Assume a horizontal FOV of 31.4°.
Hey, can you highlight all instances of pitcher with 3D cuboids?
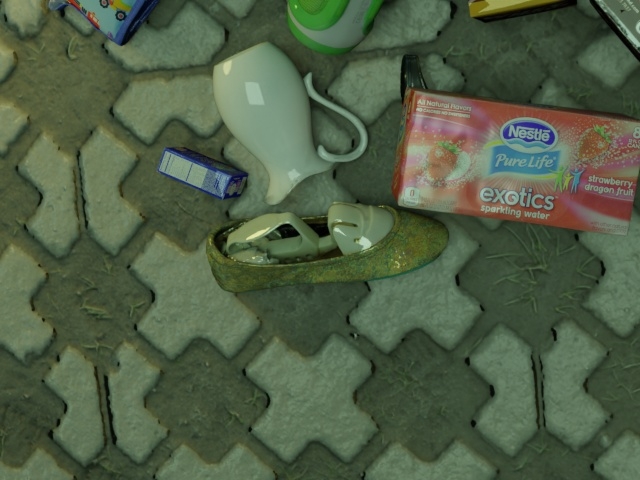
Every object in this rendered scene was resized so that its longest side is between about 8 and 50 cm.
[{"bbox_3d":[-0.044,-0.179,1.594,0.177,0.125,0.207,-27,103,-5],"label":"pitcher"}]

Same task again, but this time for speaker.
[{"bbox_3d":[0.051,-0.374,1.459,0.131,0.131,0.296,38,141,5],"label":"speaker"}]

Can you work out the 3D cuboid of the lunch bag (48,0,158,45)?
[{"bbox_3d":[-0.302,-0.436,1.612,0.221,0.138,0.293,42,114,2],"label":"lunch bag"}]

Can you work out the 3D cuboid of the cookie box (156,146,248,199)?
[{"bbox_3d":[-0.169,-0.098,1.639,0.107,0.092,0.040,23,100,9],"label":"cookie box"}]

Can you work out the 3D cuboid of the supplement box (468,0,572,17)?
[{"bbox_3d":[0.247,-0.384,1.446,0.129,0.194,0.191,-8,96,14],"label":"supplement box"}]

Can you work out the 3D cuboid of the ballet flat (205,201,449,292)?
[{"bbox_3d":[0.000,0.000,1.593,0.348,0.123,0.123,-8,96,17],"label":"ballet flat"}]

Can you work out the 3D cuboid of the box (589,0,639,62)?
[{"bbox_3d":[0.448,-0.296,1.409,0.167,0.203,0.168,-41,88,15],"label":"box"}]

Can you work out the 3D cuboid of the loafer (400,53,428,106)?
[{"bbox_3d":[0.148,-0.177,1.576,0.061,0.062,0.170,-12,102,0],"label":"loafer"}]

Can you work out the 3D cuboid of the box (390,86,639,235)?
[{"bbox_3d":[0.252,-0.107,1.485,0.300,0.142,0.154,8,99,-2],"label":"box"}]
